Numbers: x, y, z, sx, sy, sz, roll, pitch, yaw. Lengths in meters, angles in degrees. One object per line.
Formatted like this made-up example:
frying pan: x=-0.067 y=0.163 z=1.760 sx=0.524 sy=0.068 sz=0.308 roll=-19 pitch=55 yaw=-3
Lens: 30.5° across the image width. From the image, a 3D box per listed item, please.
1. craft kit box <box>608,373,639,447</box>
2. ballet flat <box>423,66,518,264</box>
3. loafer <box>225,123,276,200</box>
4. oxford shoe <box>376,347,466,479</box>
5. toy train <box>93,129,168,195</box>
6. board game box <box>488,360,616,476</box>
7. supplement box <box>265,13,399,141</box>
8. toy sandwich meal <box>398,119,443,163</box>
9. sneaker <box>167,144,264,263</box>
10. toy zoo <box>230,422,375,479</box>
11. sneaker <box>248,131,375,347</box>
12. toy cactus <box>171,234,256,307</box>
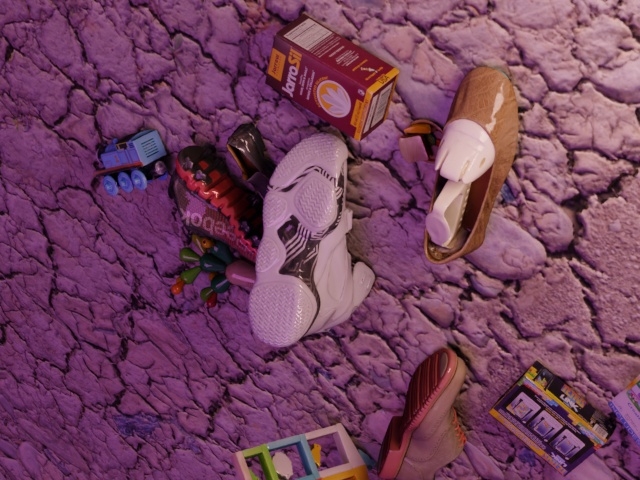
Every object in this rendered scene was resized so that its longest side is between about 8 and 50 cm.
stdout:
craft kit box: x=0.550 y=0.286 z=1.701 sx=0.250 sy=0.061 sz=0.246 roll=56 pitch=162 yaw=18
ballet flat: x=0.209 y=-0.092 z=1.743 sx=0.116 sy=0.124 sz=0.342 roll=30 pitch=137 yaw=19
loafer: x=-0.115 y=-0.118 z=2.060 sx=0.062 sy=0.061 sz=0.170 roll=-13 pitch=113 yaw=45
oxford shoe: x=0.210 y=0.322 z=2.116 sx=0.130 sy=0.123 sz=0.348 roll=17 pitch=136 yaw=-5
toy train: x=-0.366 y=-0.150 z=2.251 sx=0.184 sy=0.080 sz=0.105 roll=-6 pitch=108 yaw=47
board game box: x=0.386 y=0.299 z=1.964 sx=0.170 sy=0.048 sz=0.141 roll=41 pitch=142 yaw=8
supplement box: x=0.016 y=-0.253 z=1.817 sx=0.188 sy=0.081 sz=0.104 roll=33 pitch=139 yaw=17
toy sandwich meal: x=0.159 y=-0.149 z=1.814 sx=0.085 sy=0.029 sz=0.085 roll=24 pitch=135 yaw=26
sneaker: x=-0.176 y=-0.041 z=2.137 sx=0.276 sy=0.097 sz=0.135 roll=46 pitch=128 yaw=6
toy zoo: x=-0.013 y=0.470 z=2.289 sx=0.030 sy=0.293 sz=0.192 roll=-47 pitch=58 yaw=51
sneaker: x=0.000 y=0.000 z=2.005 sx=0.137 sy=0.210 sz=0.366 roll=17 pitch=98 yaw=31
toy cactus: x=-0.198 y=0.050 z=2.255 sx=0.180 sy=0.112 sz=0.219 roll=18 pitch=124 yaw=17
